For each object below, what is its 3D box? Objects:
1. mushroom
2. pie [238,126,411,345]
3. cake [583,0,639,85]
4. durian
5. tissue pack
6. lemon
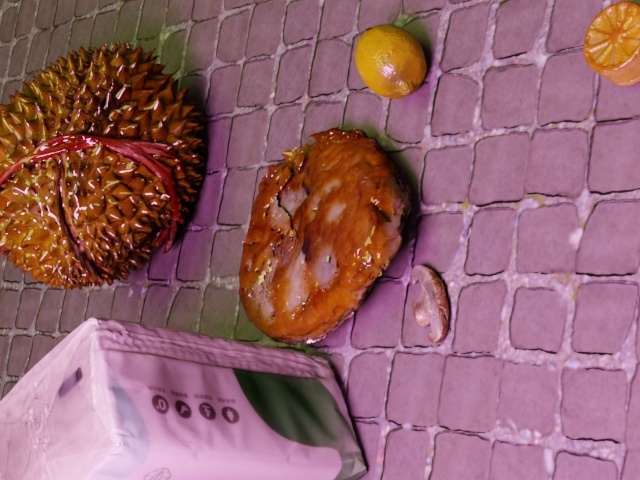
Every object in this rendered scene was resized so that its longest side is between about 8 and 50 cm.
[{"bbox_3d":[0.122,0.069,1.437,0.049,0.019,0.101,-43,46,34],"label":"mushroom"},{"bbox_3d":[-0.001,0.000,1.563,0.308,0.085,0.308,-30,51,46],"label":"pie"},{"bbox_3d":[0.307,-0.198,1.283,0.084,0.044,0.084,-21,62,44],"label":"cake"},{"bbox_3d":[-0.336,-0.099,1.850,0.347,0.347,0.384,-35,20,39],"label":"durian"},{"bbox_3d":[-0.165,0.239,1.465,0.266,0.356,0.194,-41,51,34],"label":"tissue pack"},{"bbox_3d":[0.086,-0.214,1.536,0.082,0.082,0.110,-55,40,23],"label":"lemon"}]
